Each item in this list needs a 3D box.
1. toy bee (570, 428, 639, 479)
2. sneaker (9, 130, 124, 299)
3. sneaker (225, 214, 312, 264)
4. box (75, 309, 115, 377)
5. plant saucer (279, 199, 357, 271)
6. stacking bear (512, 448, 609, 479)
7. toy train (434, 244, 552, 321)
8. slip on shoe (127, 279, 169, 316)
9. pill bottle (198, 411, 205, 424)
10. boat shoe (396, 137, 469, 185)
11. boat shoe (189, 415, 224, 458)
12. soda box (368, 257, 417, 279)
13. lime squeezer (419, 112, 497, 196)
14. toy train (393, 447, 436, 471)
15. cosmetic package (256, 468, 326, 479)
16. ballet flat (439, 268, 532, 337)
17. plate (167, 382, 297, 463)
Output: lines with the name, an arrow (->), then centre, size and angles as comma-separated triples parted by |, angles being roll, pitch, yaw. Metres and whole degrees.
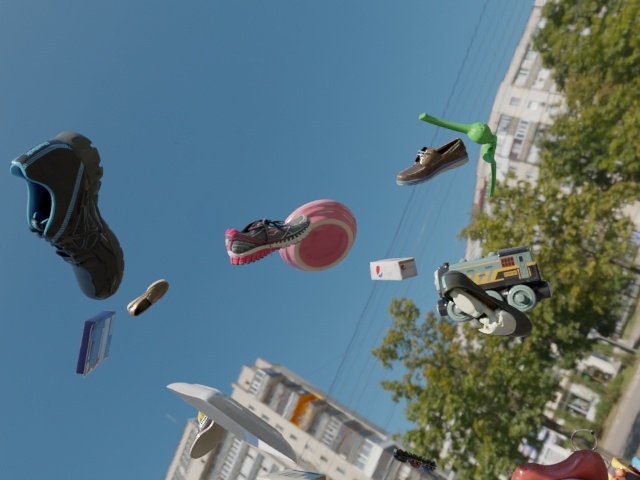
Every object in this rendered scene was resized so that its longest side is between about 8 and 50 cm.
toy bee -> 0.730, 0.574, 1.207 | 0.162, 0.298, 0.195 | 20, -103, -55
sneaker -> -0.467, -0.022, 0.955 | 0.139, 0.125, 0.341 | -48, -38, -52
sneaker -> -0.151, -0.022, 1.598 | 0.299, 0.121, 0.112 | -24, -77, -35
box -> -0.599, 0.268, 1.376 | 0.225, 0.036, 0.136 | -174, 94, -81
plant saucer -> 0.000, 0.000, 2.045 | 0.332, 0.084, 0.332 | -13, -51, -16
stacking bear -> 0.465, 0.525, 0.877 | 0.289, 0.175, 0.164 | -75, -34, -75
toy train -> 0.502, 0.132, 1.543 | 0.142, 0.334, 0.190 | 13, -114, -61
slip on shoe -> -0.491, 0.167, 1.493 | 0.135, 0.041, 0.051 | -37, -54, -21
pill bottle -> -0.357, 0.553, 1.664 | 0.065, 0.065, 0.116 | -20, -48, -50
boat shoe -> 0.255, -0.187, 1.213 | 0.183, 0.066, 0.066 | -25, -65, -9
boat shoe -> -0.339, 0.572, 1.603 | 0.075, 0.065, 0.206 | 40, -102, -36
soda box -> 0.261, 0.104, 1.892 | 0.074, 0.216, 0.069 | -12, -88, -23
lime squeezer -> 0.371, -0.212, 1.228 | 0.310, 0.110, 0.059 | 38, -148, -29
toy train -> 0.275, 0.640, 1.503 | 0.158, 0.027, 0.036 | 27, -114, -21
cosmetic package -> -0.071, 0.762, 1.335 | 0.129, 0.153, 0.296 | 13, -109, -47
ballet flat -> 0.421, 0.185, 1.336 | 0.095, 0.280, 0.096 | -57, 1, 34
plate -> -0.209, 0.417, 1.228 | 0.278, 0.277, 0.045 | 42, -117, -20
